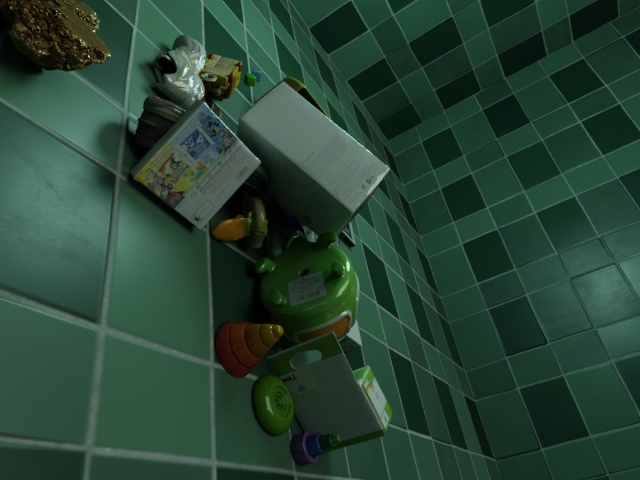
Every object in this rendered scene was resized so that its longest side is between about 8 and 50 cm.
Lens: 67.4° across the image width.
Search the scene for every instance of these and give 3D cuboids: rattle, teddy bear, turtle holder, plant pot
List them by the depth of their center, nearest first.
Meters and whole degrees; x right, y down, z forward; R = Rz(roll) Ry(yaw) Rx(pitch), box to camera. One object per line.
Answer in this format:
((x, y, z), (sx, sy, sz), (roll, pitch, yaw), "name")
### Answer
((-0.516, -0.430, 0.845), (0.338, 0.113, 0.245), (53, 15, -9), "teddy bear")
((-0.035, 0.128, 1.211), (0.320, 0.243, 0.227), (29, -31, 48), "turtle holder")
((-0.216, -0.068, 1.213), (0.130, 0.143, 0.199), (93, -23, -50), "rattle")
((-0.108, -0.449, 1.697), (0.212, 0.212, 0.187), (43, 17, -44), "plant pot")

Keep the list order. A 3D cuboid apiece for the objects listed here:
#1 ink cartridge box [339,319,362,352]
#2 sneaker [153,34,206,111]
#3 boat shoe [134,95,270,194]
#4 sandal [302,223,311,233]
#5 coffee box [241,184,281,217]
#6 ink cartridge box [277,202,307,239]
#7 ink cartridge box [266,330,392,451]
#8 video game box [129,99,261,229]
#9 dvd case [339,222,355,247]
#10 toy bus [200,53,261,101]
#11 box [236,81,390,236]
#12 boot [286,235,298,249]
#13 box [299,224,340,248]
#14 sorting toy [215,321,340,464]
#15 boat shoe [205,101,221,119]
((0.063, 0.231, 1.499), (0.109, 0.062, 0.209), (43, 29, -44), "ink cartridge box")
((-0.365, -0.455, 1.224), (0.121, 0.099, 0.262), (32, 36, -47), "sneaker")
((-0.269, -0.185, 1.099), (0.355, 0.130, 0.132), (32, -1, -42), "boat shoe")
((-0.070, -0.084, 1.553), (0.180, 0.049, 0.072), (-113, -173, -45), "sandal")
((-0.184, -0.147, 1.374), (0.184, 0.040, 0.113), (66, 19, 4), "coffee box")
((-0.102, -0.108, 1.409), (0.223, 0.045, 0.224), (76, -8, -74), "ink cartridge box")
((0.023, 0.335, 1.105), (0.255, 0.189, 0.097), (64, 22, -1), "ink cartridge box")
((-0.255, -0.153, 1.005), (0.048, 0.205, 0.187), (35, -9, 47), "video game box")
((0.062, -0.100, 1.927), (0.239, 0.029, 0.179), (44, 28, -44), "dvd case")
((-0.292, -0.458, 1.383), (0.202, 0.104, 0.191), (-18, 49, -37), "toy bus")
((-0.034, -0.188, 1.219), (0.345, 0.215, 0.168), (40, 65, 3), "box")
((-0.043, 0.074, 1.439), (0.086, 0.069, 0.190), (-40, 112, -76), "boot")
((0.000, 0.000, 1.623), (0.183, 0.056, 0.231), (46, 27, -38), "box")
((-0.069, 0.309, 1.007), (0.365, 0.126, 0.127), (60, 21, -10), "sorting toy")
((-0.302, -0.297, 1.216), (0.073, 0.073, 0.207), (50, 25, -39), "boat shoe")
